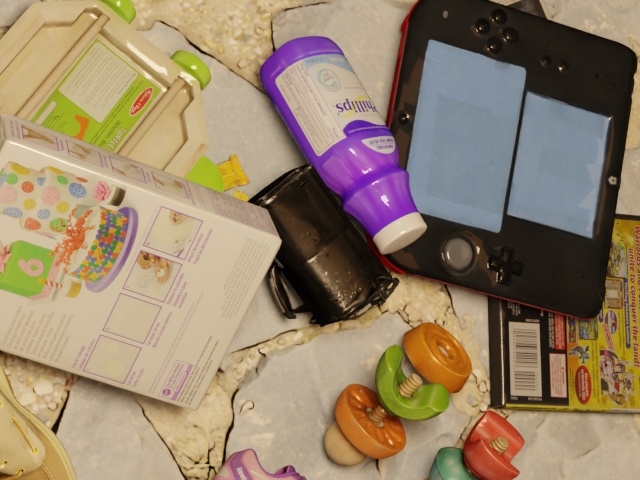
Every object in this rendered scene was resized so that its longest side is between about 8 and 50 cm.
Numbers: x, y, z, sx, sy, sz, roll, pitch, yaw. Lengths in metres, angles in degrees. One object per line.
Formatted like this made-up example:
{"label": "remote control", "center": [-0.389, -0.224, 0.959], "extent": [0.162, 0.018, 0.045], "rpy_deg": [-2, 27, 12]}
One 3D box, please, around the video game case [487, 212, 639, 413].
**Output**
{"label": "video game case", "center": [0.339, 0.094, 2.133], "extent": [0.248, 0.035, 0.275], "rpy_deg": [5, 78, -24]}

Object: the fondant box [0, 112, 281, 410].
{"label": "fondant box", "center": [-0.243, 0.029, 1.769], "extent": [0.330, 0.096, 0.238], "rpy_deg": [20, 109, -22]}

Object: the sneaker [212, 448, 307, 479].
{"label": "sneaker", "center": [-0.034, 0.327, 1.885], "extent": [0.236, 0.095, 0.104], "rpy_deg": [34, 61, -15]}

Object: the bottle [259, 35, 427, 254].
{"label": "bottle", "center": [0.034, -0.118, 1.950], "extent": [0.118, 0.092, 0.283], "rpy_deg": [-9, 65, -52]}

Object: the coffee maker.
{"label": "coffee maker", "center": [0.000, 0.000, 1.912], "extent": [0.178, 0.171, 0.120], "rpy_deg": [53, 47, -10]}

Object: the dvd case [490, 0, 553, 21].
{"label": "dvd case", "center": [0.262, -0.226, 2.158], "extent": [0.179, 0.029, 0.238], "rpy_deg": [-23, 90, -26]}

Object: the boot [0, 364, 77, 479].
{"label": "boot", "center": [-0.363, 0.242, 1.668], "extent": [0.262, 0.095, 0.203], "rpy_deg": [63, 20, -21]}

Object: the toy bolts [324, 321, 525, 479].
{"label": "toy bolts", "center": [0.128, 0.240, 1.980], "extent": [0.228, 0.158, 0.218], "rpy_deg": [43, 25, -2]}

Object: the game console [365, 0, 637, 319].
{"label": "game console", "center": [0.243, -0.115, 2.072], "extent": [0.342, 0.060, 0.386], "rpy_deg": [14, 78, -14]}

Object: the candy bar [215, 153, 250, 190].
{"label": "candy bar", "center": [-0.161, -0.062, 1.933], "extent": [0.161, 0.018, 0.040], "rpy_deg": [-23, 88, -26]}

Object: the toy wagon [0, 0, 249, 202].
{"label": "toy wagon", "center": [-0.240, -0.124, 1.867], "extent": [0.344, 0.068, 0.267], "rpy_deg": [40, 67, -10]}
